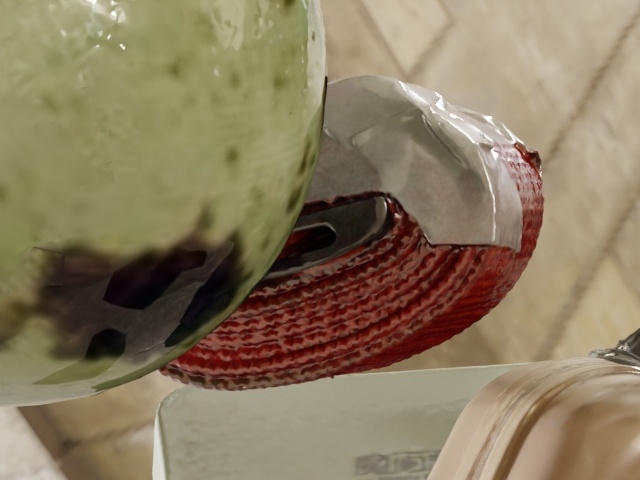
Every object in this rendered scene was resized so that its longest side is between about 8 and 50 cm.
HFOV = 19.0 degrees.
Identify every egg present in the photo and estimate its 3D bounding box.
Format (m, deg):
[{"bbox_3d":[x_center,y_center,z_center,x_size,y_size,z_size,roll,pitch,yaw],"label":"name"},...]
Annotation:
[{"bbox_3d":[-0.170,-0.104,0.736,0.287,0.379,0.287,-55,-3,-4],"label":"egg"}]

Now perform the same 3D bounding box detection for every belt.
[{"bbox_3d":[0.000,0.000,0.887,0.201,0.128,0.124,-19,-6,18],"label":"belt"}]

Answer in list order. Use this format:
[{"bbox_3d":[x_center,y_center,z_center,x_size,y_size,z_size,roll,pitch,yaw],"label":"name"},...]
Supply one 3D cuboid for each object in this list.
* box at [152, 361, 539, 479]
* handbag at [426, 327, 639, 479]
[{"bbox_3d":[0.070,0.230,1.394,0.367,0.090,0.373,-2,32,-8],"label":"box"},{"bbox_3d":[0.196,0.162,0.958,0.283,0.302,0.149,-69,20,-8],"label":"handbag"}]
